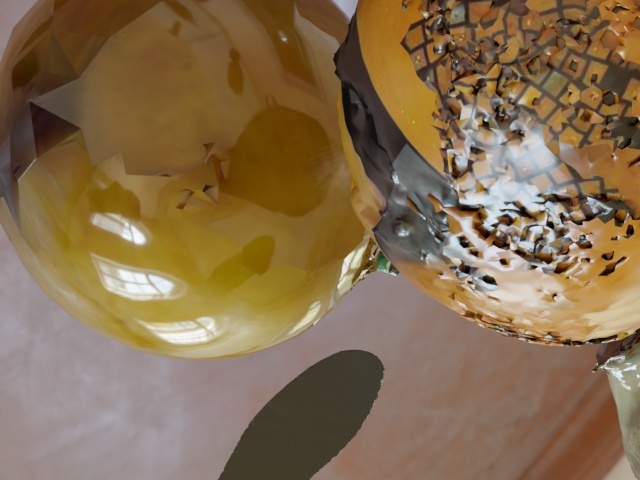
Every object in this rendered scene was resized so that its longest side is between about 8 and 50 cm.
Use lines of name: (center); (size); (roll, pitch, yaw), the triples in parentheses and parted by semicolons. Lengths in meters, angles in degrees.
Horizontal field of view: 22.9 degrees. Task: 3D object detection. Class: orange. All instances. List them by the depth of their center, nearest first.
orange: (0.118, -0.060, 0.646); (0.234, 0.182, 0.234); (-21, 146, -15)

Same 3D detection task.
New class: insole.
insole: (-0.023, 0.109, 0.739); (0.053, 0.002, 0.152); (24, 110, -31)

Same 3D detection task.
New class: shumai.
shumai: (0.285, 0.108, 1.284); (0.120, 0.201, 0.201); (24, 109, -11)

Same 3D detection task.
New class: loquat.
loquat: (-0.069, -0.048, 0.858); (0.235, 0.235, 0.235); (-31, 143, -26)

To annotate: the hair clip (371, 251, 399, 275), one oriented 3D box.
hair clip: (0.000, -0.001, 1.474); (0.049, 0.173, 0.049); (-25, 121, -49)
